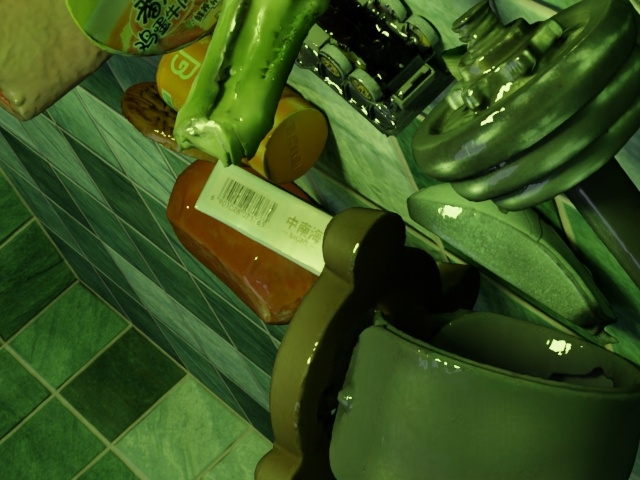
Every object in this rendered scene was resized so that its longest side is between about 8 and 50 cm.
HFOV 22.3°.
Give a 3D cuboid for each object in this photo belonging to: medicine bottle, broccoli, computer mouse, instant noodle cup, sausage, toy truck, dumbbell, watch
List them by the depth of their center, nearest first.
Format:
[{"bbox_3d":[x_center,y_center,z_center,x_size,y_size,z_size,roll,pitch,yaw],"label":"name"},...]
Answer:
[{"bbox_3d":[-0.005,-0.192,1.099,0.177,0.275,0.198,27,148,-12],"label":"broccoli"},{"bbox_3d":[0.222,0.004,1.113,0.406,0.179,0.179,52,165,-11],"label":"dumbbell"},{"bbox_3d":[0.022,-0.177,1.400,0.192,0.083,0.092,42,170,17],"label":"toy truck"},{"bbox_3d":[0.184,0.008,1.456,0.229,0.068,0.113,33,-176,6],"label":"computer mouse"},{"bbox_3d":[-0.175,-0.285,1.485,0.153,0.205,0.205,43,166,43],"label":"instant noodle cup"},{"bbox_3d":[0.152,0.155,1.535,0.327,0.314,0.335,21,-170,29],"label":"watch"},{"bbox_3d":[-0.088,-0.147,1.772,0.192,0.096,0.096,38,163,34],"label":"medicine bottle"},{"bbox_3d":[-0.078,-0.006,2.023,0.268,0.141,0.153,42,165,32],"label":"sausage"}]

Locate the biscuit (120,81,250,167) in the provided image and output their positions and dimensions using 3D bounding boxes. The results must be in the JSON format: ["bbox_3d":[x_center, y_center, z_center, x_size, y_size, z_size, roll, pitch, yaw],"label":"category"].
[{"bbox_3d":[-0.138,-0.136,1.865,0.188,0.027,0.188,19,-158,-8],"label":"biscuit"}]

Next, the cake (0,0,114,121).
[{"bbox_3d":[-0.372,-0.315,1.904,0.309,0.230,0.237,31,161,46],"label":"cake"}]

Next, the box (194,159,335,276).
[{"bbox_3d":[0.000,0.000,1.779,0.243,0.067,0.155,28,-176,22],"label":"box"}]

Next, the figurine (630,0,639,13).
[{"bbox_3d":[0.258,-0.135,0.767,0.240,0.116,0.175,29,160,36],"label":"figurine"}]

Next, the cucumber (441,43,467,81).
[{"bbox_3d":[0.148,-0.127,1.248,0.107,0.035,0.067,11,141,53],"label":"cucumber"}]
